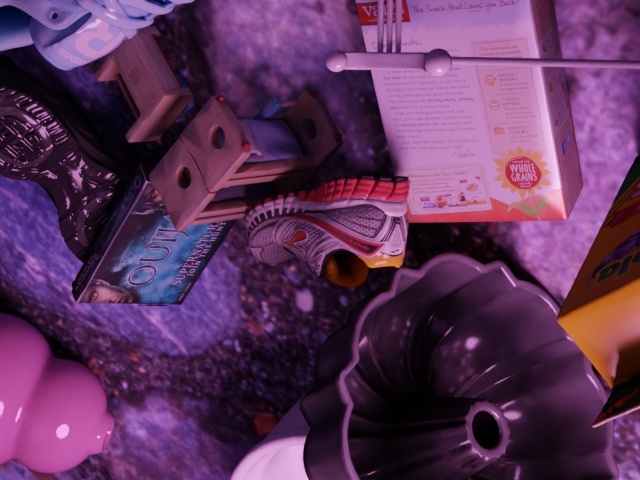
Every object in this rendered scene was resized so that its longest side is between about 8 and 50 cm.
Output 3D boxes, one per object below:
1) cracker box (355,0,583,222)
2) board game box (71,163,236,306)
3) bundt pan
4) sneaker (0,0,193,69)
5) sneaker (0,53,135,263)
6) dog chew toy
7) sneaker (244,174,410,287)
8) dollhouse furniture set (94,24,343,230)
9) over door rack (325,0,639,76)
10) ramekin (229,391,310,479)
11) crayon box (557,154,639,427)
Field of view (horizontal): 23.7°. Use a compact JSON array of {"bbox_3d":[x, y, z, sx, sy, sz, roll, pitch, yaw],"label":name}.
[{"bbox_3d":[0.133,-0.130,1.330,0.155,0.067,0.232,0,121,25],"label":"cracker box"},{"bbox_3d":[-0.160,-0.002,1.530,0.186,0.126,0.026,-55,46,37],"label":"board game box"},{"bbox_3d":[0.114,0.185,1.401,0.331,0.331,0.124,51,141,-12],"label":"bundt pan"},{"bbox_3d":[-0.180,-0.220,1.351,0.366,0.150,0.135,0,166,36],"label":"sneaker"},{"bbox_3d":[-0.249,-0.083,1.534,0.109,0.130,0.286,-31,128,9],"label":"sneaker"},{"bbox_3d":[-0.393,0.162,1.710,0.331,0.206,0.207,21,128,3],"label":"dog chew toy"},{"bbox_3d":[0.000,0.000,1.398,0.225,0.088,0.093,-15,77,59],"label":"sneaker"},{"bbox_3d":[-0.096,-0.126,1.435,0.129,0.129,0.184,-45,66,39],"label":"dollhouse furniture set"},{"bbox_3d":[0.149,-0.245,1.167,0.324,0.108,0.240,4,98,24],"label":"over door rack"},{"bbox_3d":[0.052,0.276,1.597,0.277,0.135,0.277,13,127,18],"label":"ramekin"},{"bbox_3d":[0.306,-0.007,1.162,0.202,0.318,0.081,-31,104,37],"label":"crayon box"}]
